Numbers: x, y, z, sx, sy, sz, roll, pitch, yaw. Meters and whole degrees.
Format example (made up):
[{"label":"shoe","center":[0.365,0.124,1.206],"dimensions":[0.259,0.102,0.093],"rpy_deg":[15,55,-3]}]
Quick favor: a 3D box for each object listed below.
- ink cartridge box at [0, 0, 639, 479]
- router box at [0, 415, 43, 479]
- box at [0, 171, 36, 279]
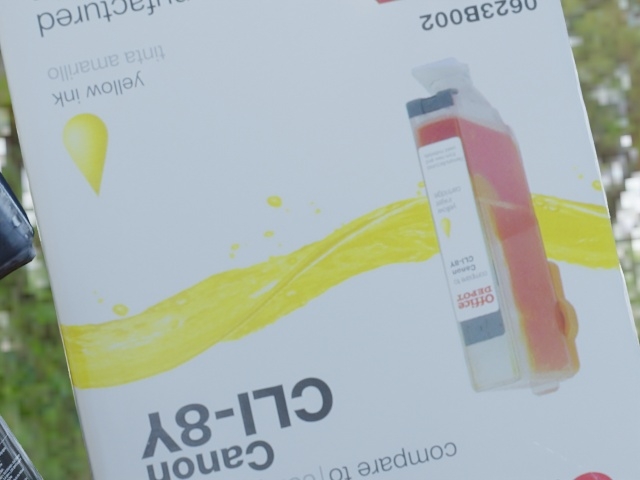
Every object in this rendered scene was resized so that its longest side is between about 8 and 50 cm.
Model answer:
[{"label":"ink cartridge box","center":[0.000,0.000,1.020],"dimensions":[0.279,0.384,0.160],"rpy_deg":[-12,-3,-6]},{"label":"router box","center":[-0.369,0.254,1.680],"dimensions":[0.309,0.243,0.081],"rpy_deg":[-21,18,30]},{"label":"box","center":[-0.326,0.009,0.675],"dimensions":[0.395,0.212,0.293],"rpy_deg":[-35,16,-6]}]
